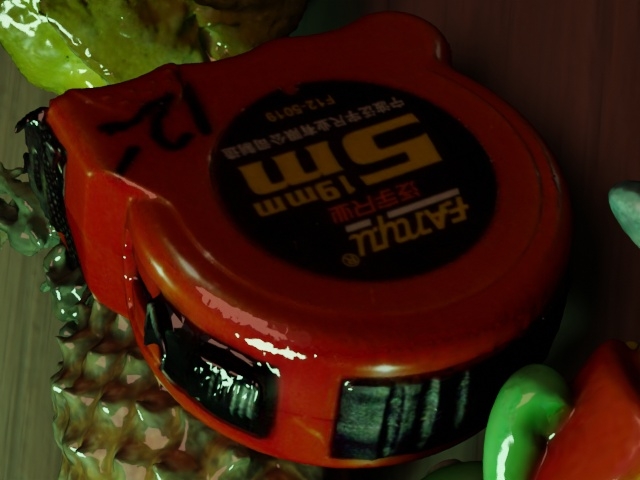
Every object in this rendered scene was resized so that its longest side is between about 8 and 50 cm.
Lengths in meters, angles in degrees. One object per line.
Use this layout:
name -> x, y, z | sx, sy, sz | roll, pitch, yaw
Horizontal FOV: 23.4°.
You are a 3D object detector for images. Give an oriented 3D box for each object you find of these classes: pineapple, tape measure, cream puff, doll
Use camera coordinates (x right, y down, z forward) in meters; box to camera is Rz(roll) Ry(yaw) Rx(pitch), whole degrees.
pineapple -> -0.108, 0.065, 0.925 | 0.175, 0.175, 0.361 | -51, 54, 17
tape measure -> 0.001, 0.000, 0.808 | 0.260, 0.253, 0.114 | 55, 153, 34
cream puff -> -0.110, -0.189, 0.974 | 0.244, 0.196, 0.244 | -44, 32, 36
doll -> 0.074, 0.198, 0.750 | 0.363, 0.182, 0.160 | -42, 28, 27

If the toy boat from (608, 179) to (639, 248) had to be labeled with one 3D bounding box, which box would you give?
toy boat -> 0.238, -0.010, 0.691 | 0.207, 0.079, 0.134 | 30, 92, 15
